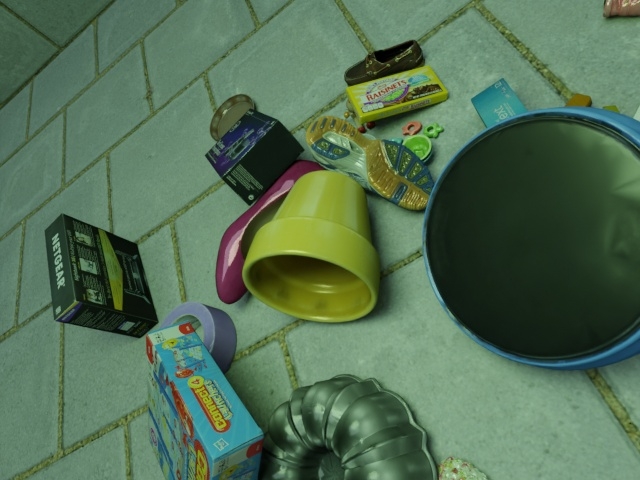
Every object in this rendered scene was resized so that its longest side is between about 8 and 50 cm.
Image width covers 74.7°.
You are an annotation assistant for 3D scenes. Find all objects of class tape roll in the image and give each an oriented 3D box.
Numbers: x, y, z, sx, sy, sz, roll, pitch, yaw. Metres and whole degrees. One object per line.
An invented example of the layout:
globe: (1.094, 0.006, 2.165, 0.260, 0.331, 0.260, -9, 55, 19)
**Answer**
tape roll: (-0.296, 0.245, 0.989, 0.188, 0.080, 0.189, -13, 63, 27)

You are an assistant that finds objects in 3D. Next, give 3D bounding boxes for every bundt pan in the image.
bundt pan: (0.017, 0.391, 0.697, 0.330, 0.124, 0.332, -13, 66, 32)

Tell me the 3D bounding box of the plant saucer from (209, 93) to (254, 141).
plant saucer: (-0.260, -0.361, 1.260, 0.168, 0.029, 0.169, -13, 63, 26)

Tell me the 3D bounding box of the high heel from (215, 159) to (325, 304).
high heel: (-0.110, -0.024, 0.961, 0.181, 0.127, 0.378, 6, 71, 40)

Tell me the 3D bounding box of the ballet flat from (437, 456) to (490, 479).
ballet flat: (0.249, 0.423, 0.591, 0.091, 0.077, 0.241, -44, 54, 8)

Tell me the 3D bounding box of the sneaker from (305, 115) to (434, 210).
sneaker: (0.106, -0.157, 0.898, 0.296, 0.131, 0.112, 35, 81, 8)

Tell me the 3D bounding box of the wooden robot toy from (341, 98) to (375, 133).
wooden robot toy: (0.096, -0.311, 0.996, 0.173, 0.079, 0.076, -29, 57, 18)

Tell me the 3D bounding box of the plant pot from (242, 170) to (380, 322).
plant pot: (0.000, 0.000, 0.832, 0.253, 0.254, 0.239, -8, 51, 28)

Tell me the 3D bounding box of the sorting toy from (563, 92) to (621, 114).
sorting toy: (0.409, -0.111, 0.734, 0.307, 0.041, 0.229, -48, 40, 5)

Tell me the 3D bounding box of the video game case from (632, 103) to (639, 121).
video game case: (0.592, -0.142, 0.651, 0.210, 0.041, 0.232, 25, 84, 38)

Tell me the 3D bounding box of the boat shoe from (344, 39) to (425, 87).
boat shoe: (0.146, -0.435, 1.025, 0.206, 0.073, 0.073, -9, 66, 29)

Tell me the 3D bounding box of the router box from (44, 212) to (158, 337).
router box: (-0.587, 0.097, 1.125, 0.081, 0.243, 0.309, -39, 54, 10)

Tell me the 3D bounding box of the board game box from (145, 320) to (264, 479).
board game box: (-0.230, 0.366, 0.778, 0.301, 0.086, 0.309, 37, 127, 42)

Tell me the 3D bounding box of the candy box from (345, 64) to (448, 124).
candy box: (0.169, -0.331, 0.946, 0.205, 0.027, 0.105, -17, 57, -4)

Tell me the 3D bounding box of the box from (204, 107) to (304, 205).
box: (-0.174, -0.218, 1.041, 0.184, 0.103, 0.261, -44, 32, -2)

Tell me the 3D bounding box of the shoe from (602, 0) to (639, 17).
shoe: (0.591, -0.506, 0.796, 0.081, 0.063, 0.178, 10, 79, 28)

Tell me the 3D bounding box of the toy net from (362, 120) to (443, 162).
toy net: (0.150, -0.223, 0.947, 0.232, 0.045, 0.122, 10, 76, 34)

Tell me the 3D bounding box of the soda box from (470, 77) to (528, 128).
soda box: (0.352, -0.206, 0.773, 0.071, 0.067, 0.210, -30, 42, 25)

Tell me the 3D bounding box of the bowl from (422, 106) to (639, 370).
bowl: (0.320, -0.003, 0.628, 0.390, 0.077, 0.392, -1, 89, 51)
